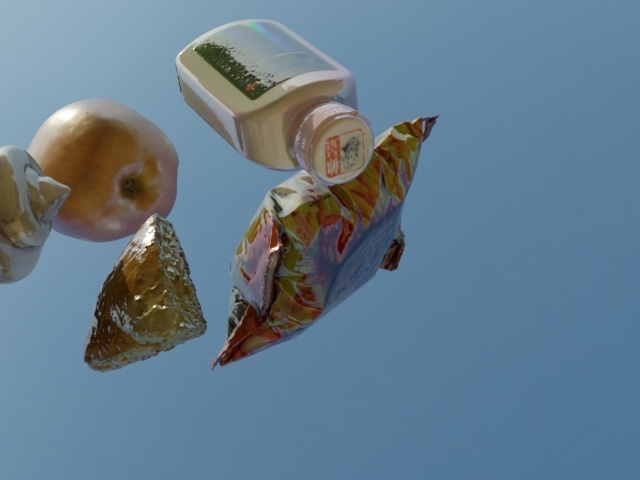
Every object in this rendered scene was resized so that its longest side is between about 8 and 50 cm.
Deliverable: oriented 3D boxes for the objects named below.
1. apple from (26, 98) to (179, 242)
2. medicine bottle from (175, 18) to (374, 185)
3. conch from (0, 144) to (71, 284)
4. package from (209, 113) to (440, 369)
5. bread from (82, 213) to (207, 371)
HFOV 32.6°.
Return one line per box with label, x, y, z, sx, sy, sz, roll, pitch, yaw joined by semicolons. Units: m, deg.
apple;-0.252;-0.080;1.274;0.199;0.199;0.199;-2;-102;11
medicine bottle;-0.034;-0.120;0.946;0.115;0.078;0.219;-22;-142;-21
conch;-0.355;-0.009;1.010;0.255;0.158;0.127;-25;-144;-7
package;0.002;-0.005;1.110;0.108;0.223;0.288;38;-135;16
bread;-0.154;0.037;0.965;0.154;0.054;0.136;-17;-125;40
